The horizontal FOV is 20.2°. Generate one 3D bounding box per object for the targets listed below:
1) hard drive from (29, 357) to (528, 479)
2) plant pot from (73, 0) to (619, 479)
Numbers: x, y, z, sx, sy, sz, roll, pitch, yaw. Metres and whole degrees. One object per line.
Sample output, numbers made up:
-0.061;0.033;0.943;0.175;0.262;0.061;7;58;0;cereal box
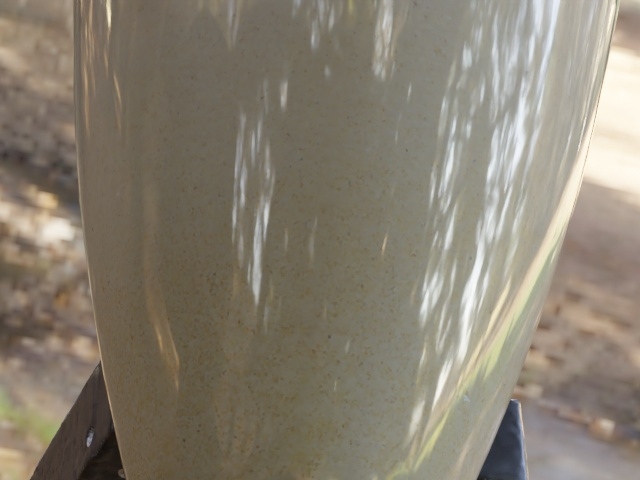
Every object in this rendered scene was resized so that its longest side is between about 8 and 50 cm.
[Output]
-0.057;0.171;1.059;0.237;0.064;0.339;10;-35;-19;hard drive
0.000;0.000;0.792;0.257;0.274;0.256;5;-23;2;plant pot
